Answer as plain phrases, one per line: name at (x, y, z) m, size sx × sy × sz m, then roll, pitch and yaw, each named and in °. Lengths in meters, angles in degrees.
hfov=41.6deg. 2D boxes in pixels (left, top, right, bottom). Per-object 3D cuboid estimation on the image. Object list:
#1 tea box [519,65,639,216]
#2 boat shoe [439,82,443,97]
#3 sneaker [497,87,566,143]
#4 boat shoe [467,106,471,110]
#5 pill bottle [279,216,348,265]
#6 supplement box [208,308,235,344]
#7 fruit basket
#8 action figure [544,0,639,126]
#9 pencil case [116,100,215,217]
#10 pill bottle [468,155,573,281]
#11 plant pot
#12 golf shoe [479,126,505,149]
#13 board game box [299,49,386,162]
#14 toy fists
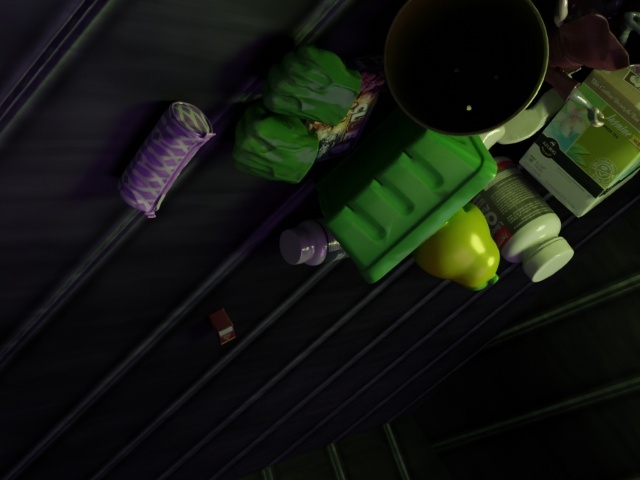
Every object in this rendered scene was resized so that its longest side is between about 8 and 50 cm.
tea box at (0.733, -0.282, 2.110) m, size 0.329 × 0.220 × 0.324 m, roll -30°, pitch 159°, yaw -42°
boat shoe at (0.271, -0.318, 1.759) m, size 0.142 × 0.049 × 0.040 m, roll -15°, pitch -177°, yaw -39°
sneaker at (0.512, -0.289, 2.077) m, size 0.212 × 0.080 × 0.094 m, roll -31°, pitch 166°, yaw -10°
boat shoe at (0.295, -0.260, 1.887) m, size 0.135 × 0.045 × 0.050 m, roll -28°, pitch 155°, yaw -13°
pill bottle at (0.000, 0.000, 1.931) m, size 0.180 × 0.108 × 0.108 m, roll -12°, pitch 149°, yaw -38°
supplement box at (-0.244, 0.215, 2.094) m, size 0.043 × 0.055 × 0.083 m, roll -27°, pitch 154°, yaw -15°
fruit basket at (0.224, -0.065, 1.774) m, size 0.391 × 0.283 × 0.392 m, roll -4°, pitch 126°, yaw -6°
action figure at (0.519, -0.398, 1.735) m, size 0.275 × 0.248 × 0.370 m, roll 12°, pitch 167°, yaw -14°
pencil case at (-0.258, -0.132, 1.387) m, size 0.086 × 0.088 × 0.206 m, roll -6°, pitch 143°, yaw -50°
pill bottle at (0.516, -0.054, 2.214) m, size 0.176 × 0.319 × 0.176 m, roll -27°, pitch 154°, yaw -14°
plant pot at (0.277, -0.310, 1.552) m, size 0.274 × 0.275 × 0.293 m, roll -39°, pitch 171°, yaw 11°
golf shoe at (0.324, -0.166, 1.989) m, size 0.306 × 0.140 × 0.115 m, roll -36°, pitch 155°, yaw 2°
board game box at (0.024, -0.242, 1.586) m, size 0.165 × 0.042 × 0.243 m, roll -19°, pitch 152°, yaw -30°
toy fists at (-0.056, -0.216, 1.442) m, size 0.142 × 0.096 × 0.279 m, roll 12°, pitch 135°, yaw -29°
